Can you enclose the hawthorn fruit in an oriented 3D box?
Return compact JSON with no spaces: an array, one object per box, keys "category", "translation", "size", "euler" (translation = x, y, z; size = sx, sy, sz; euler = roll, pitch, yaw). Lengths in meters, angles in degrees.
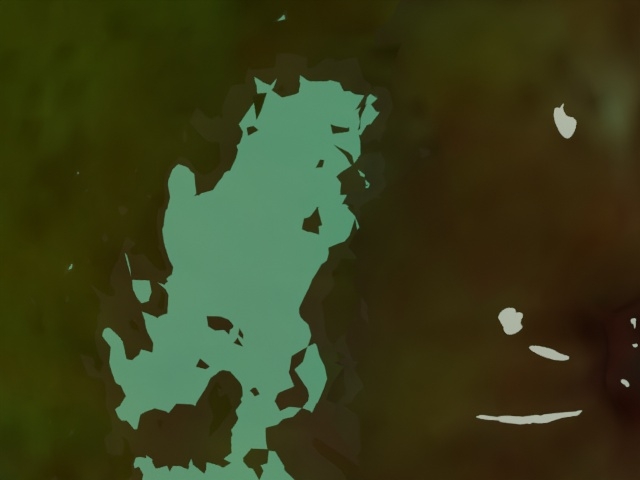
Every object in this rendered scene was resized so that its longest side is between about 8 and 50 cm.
[{"category":"hawthorn fruit","translation":[0.000,0.000,0.654],"size":[0.471,0.472,0.472],"euler":[18,122,31]}]
